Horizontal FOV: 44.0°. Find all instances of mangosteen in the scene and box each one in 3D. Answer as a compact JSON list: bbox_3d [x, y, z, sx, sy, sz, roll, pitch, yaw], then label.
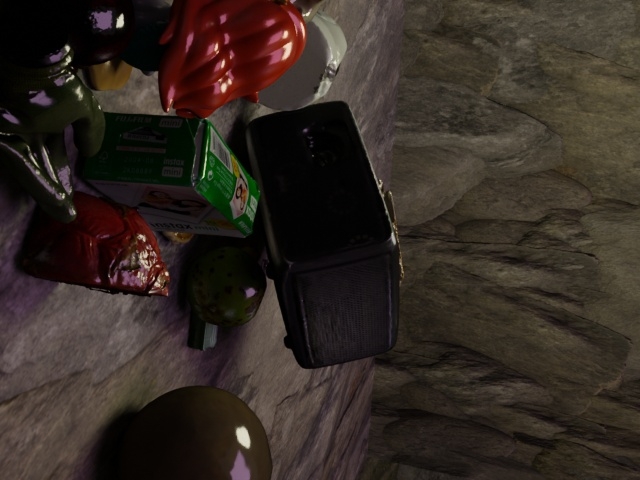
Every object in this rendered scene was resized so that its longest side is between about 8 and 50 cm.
[{"bbox_3d":[-0.274,-0.236,0.863,0.140,0.140,0.140,9,90,-76],"label":"mangosteen"}]

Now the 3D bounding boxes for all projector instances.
[{"bbox_3d":[0.000,0.000,1.582,0.405,0.242,0.395,83,-8,-54],"label":"projector"}]

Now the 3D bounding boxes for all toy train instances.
[{"bbox_3d":[-0.216,0.161,1.473,0.056,0.038,0.093,-8,107,-73],"label":"toy train"}]

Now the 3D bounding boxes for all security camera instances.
[{"bbox_3d":[-0.051,-0.356,1.518,0.236,0.195,0.194,-66,161,-70],"label":"security camera"}]

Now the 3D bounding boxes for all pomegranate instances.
[{"bbox_3d":[-0.162,0.064,1.407,0.169,0.143,0.122,-62,157,-27],"label":"pomegranate"}]

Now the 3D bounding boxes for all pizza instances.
[{"bbox_3d":[0.135,-0.008,1.649,0.181,0.034,0.262,-108,-172,-47],"label":"pizza"}]

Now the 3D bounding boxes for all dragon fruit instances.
[{"bbox_3d":[-0.263,0.005,0.975,0.127,0.161,0.120,70,32,-84],"label":"dragon fruit"}]

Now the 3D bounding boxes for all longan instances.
[{"bbox_3d":[-0.204,0.357,1.257,0.258,0.258,0.257,9,90,-76],"label":"longan"}]

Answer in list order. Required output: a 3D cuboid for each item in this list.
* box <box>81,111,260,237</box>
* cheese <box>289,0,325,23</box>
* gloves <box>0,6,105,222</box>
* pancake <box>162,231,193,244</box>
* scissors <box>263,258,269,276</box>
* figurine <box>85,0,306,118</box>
[{"bbox_3d":[-0.199,-0.085,1.109,0.250,0.180,0.102,56,41,-68],"label":"box"},{"bbox_3d":[-0.092,-0.436,1.052,0.318,0.326,0.115,45,46,-17],"label":"cheese"},{"bbox_3d":[-0.294,-0.126,0.842,0.135,0.107,0.268,-32,151,-30],"label":"gloves"},{"bbox_3d":[-0.228,-0.070,1.308,0.158,0.028,0.158,6,90,-75],"label":"pancake"},{"bbox_3d":[-0.103,0.066,1.893,0.176,0.022,0.085,60,38,-63],"label":"scissors"},{"bbox_3d":[-0.162,-0.243,0.991,0.208,0.257,0.180,-12,109,-74],"label":"figurine"}]
